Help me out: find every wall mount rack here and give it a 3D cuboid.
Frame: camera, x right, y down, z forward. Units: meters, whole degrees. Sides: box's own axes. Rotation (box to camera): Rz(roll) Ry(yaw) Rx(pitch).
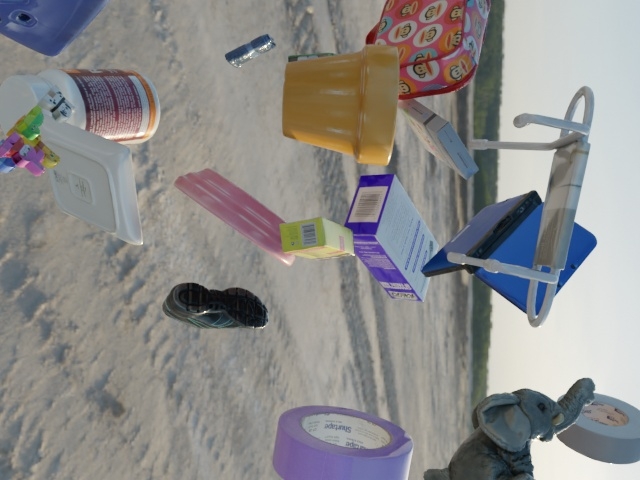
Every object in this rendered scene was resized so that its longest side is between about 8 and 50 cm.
[{"bbox_3d":[0.292,-0.057,0.945,0.304,0.130,0.350,-10,111,-86],"label":"wall mount rack"}]

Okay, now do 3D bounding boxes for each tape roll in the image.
[{"bbox_3d":[0.044,0.421,1.257,0.275,0.275,0.090,-2,103,-76],"label":"tape roll"},{"bbox_3d":[0.692,0.457,1.544,0.219,0.219,0.072,-46,141,-71],"label":"tape roll"}]

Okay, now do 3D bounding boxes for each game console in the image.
[{"bbox_3d":[0.424,0.036,1.420,0.293,0.250,0.173,-39,98,-29],"label":"game console"}]

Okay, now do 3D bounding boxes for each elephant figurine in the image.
[{"bbox_3d":[0.316,0.314,1.031,0.169,0.186,0.239,-17,-130,59],"label":"elephant figurine"}]

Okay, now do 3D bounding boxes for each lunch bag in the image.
[{"bbox_3d":[0.212,-0.437,1.332,0.120,0.258,0.293,48,50,-44],"label":"lunch bag"}]

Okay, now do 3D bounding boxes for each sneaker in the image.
[{"bbox_3d":[-0.251,0.165,1.505,0.267,0.106,0.101,19,52,-31],"label":"sneaker"}]

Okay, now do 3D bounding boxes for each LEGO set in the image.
[{"bbox_3d":[-0.481,-0.161,1.065,0.093,0.087,0.227,47,26,-29],"label":"LEGO set"}]

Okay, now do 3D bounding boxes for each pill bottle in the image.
[{"bbox_3d":[-0.665,-0.366,1.747,0.392,0.224,0.224,-22,112,-55],"label":"pill bottle"}]

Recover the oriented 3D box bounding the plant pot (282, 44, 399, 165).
[{"bbox_3d":[0.031,-0.239,1.092,0.205,0.188,0.205,-177,-90,-90],"label":"plant pot"}]

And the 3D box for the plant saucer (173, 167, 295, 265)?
[{"bbox_3d":[-0.185,-0.065,1.466,0.084,0.332,0.332,-55,161,-4],"label":"plant saucer"}]

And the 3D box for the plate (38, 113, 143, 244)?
[{"bbox_3d":[-0.547,-0.132,1.462,0.045,0.278,0.277,-48,152,-44],"label":"plate"}]

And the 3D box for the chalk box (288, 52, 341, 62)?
[{"bbox_3d":[-0.001,-0.415,1.635,0.213,0.132,0.132,-20,112,-60],"label":"chalk box"}]

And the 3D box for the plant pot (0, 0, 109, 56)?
[{"bbox_3d":[-0.311,-0.364,0.611,0.212,0.236,0.236,11,61,-48],"label":"plant pot"}]

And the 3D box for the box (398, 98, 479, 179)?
[{"bbox_3d":[0.247,-0.222,1.333,0.145,0.038,0.186,47,6,-36],"label":"box"}]

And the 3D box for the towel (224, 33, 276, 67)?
[{"bbox_3d":[-0.167,-0.453,1.494,0.067,0.119,0.029,-21,89,-78],"label":"towel"}]

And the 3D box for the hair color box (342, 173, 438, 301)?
[{"bbox_3d":[0.189,0.000,1.627,0.339,0.110,0.185,48,52,-44],"label":"hair color box"}]

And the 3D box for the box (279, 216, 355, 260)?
[{"bbox_3d":[0.000,0.000,1.229,0.232,0.087,0.058,21,61,-73],"label":"box"}]
